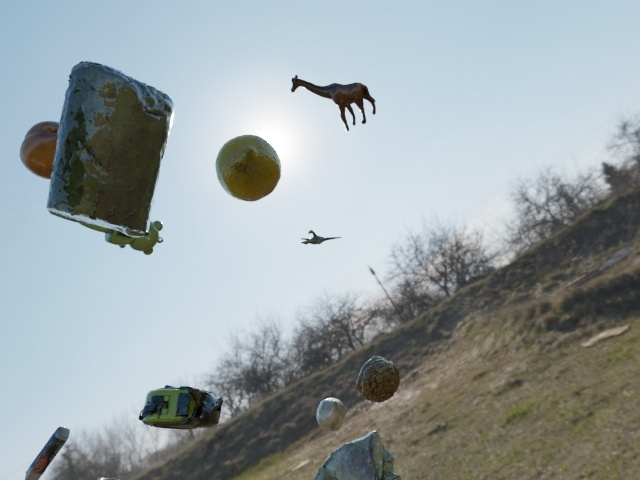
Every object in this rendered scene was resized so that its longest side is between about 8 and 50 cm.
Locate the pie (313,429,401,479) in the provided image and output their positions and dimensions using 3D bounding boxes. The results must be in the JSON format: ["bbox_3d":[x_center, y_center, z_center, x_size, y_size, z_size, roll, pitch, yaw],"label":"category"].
[{"bbox_3d":[0.077,0.498,0.783,0.337,0.338,0.075,-37,-51,21],"label":"pie"}]

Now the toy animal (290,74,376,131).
[{"bbox_3d":[0.040,-0.449,1.502,0.224,0.230,0.066,-19,30,30],"label":"toy animal"}]

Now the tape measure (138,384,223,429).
[{"bbox_3d":[-0.382,0.443,1.277,0.186,0.112,0.199,-8,-29,15],"label":"tape measure"}]

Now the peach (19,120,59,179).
[{"bbox_3d":[-0.637,-0.218,1.140,0.138,0.138,0.138,-27,-17,-9],"label":"peach"}]

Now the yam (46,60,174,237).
[{"bbox_3d":[-0.391,-0.165,0.897,0.194,0.301,0.195,11,0,0],"label":"yam"}]

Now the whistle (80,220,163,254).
[{"bbox_3d":[-0.675,-0.037,1.641,0.288,0.106,0.131,20,-83,-35],"label":"whistle"}]

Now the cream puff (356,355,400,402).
[{"bbox_3d":[0.200,0.472,1.601,0.150,0.115,0.165,-36,-47,-10],"label":"cream puff"}]

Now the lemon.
[{"bbox_3d":[-0.251,-0.252,1.655,0.228,0.229,0.253,-31,-12,4],"label":"lemon"}]

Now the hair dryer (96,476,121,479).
[{"bbox_3d":[-0.705,0.826,1.549,0.069,0.129,0.255,17,-19,-25],"label":"hair dryer"}]

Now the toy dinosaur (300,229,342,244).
[{"bbox_3d":[0.000,0.000,1.986,0.161,0.039,0.126,7,-20,-7],"label":"toy dinosaur"}]

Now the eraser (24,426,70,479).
[{"bbox_3d":[-0.485,0.381,0.852,0.099,0.019,0.027,-56,-45,-13],"label":"eraser"}]

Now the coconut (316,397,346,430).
[{"bbox_3d":[0.044,0.630,1.749,0.110,0.110,0.125,-17,-44,-36],"label":"coconut"}]
